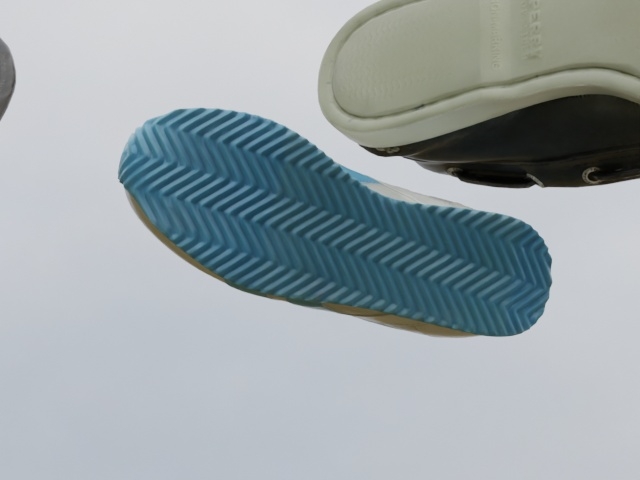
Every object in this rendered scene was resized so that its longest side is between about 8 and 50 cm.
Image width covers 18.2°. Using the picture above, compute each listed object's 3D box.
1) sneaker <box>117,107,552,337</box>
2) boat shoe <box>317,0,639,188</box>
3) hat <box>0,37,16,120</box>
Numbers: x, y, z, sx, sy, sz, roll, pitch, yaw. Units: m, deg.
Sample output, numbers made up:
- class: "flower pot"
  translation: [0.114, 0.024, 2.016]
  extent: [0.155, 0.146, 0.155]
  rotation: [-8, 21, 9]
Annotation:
- class: "sneaker"
  translation: [0.000, 0.000, 1.029]
  extent: [0.229, 0.087, 0.092]
  rotation: [21, -11, -16]
- class: "boat shoe"
  translation: [0.171, -0.087, 1.059]
  extent: [0.340, 0.127, 0.113]
  rotation: [-12, -31, 26]
- class: "hat"
  translation: [-0.274, -0.150, 0.921]
  extent: [0.331, 0.331, 0.134]
  rotation: [15, -63, -18]
